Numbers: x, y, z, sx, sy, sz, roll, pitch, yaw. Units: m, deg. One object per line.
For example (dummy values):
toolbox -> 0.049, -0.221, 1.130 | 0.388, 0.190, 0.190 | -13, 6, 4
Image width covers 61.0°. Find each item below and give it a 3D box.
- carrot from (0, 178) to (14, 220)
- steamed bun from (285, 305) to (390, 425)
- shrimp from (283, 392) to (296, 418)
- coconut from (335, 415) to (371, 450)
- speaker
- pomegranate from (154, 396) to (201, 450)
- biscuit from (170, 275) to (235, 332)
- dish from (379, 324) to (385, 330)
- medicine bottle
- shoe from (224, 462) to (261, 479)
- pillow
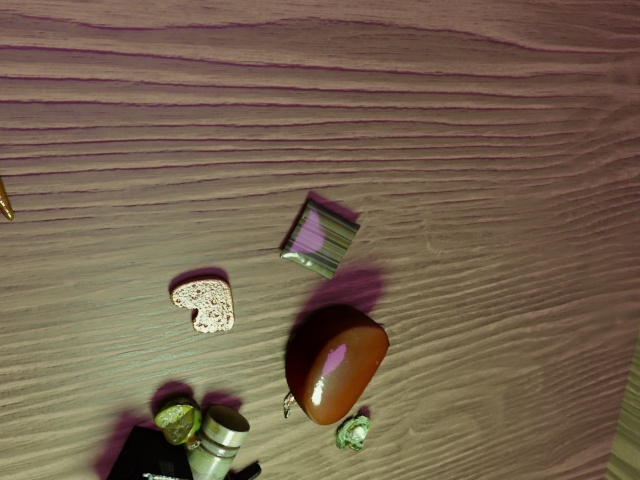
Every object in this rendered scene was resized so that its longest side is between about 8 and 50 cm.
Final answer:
carrot -> -0.820, -0.198, 1.317 | 0.069, 0.069, 0.336 | -17, 120, -18
steamed bun -> 0.033, 0.395, 1.800 | 0.248, 0.235, 0.379 | 34, 90, -30
shrimp -> -0.056, 0.609, 1.947 | 0.147, 0.035, 0.195 | -33, 111, -14
coconut -> 0.124, 0.736, 2.063 | 0.158, 0.055, 0.133 | -27, 118, -12
speaker -> -0.530, 0.750, 1.659 | 0.184, 0.254, 0.232 | 24, 97, -30
pomegranate -> -0.431, 0.572, 1.712 | 0.169, 0.122, 0.143 | 40, 94, 5
biscuit -> -0.361, 0.200, 1.670 | 0.186, 0.036, 0.192 | -11, 112, -18
dish -> 0.190, 0.367, 1.975 | 0.137, 0.039, 0.091 | -47, 119, -2
medicine bottle -> -0.369, 0.718, 1.777 | 0.151, 0.151, 0.323 | 25, 96, -29
shoe -> -0.293, 0.834, 1.902 | 0.179, 0.071, 0.049 | -31, 117, -19
pillow -> 0.000, 0.000, 1.756 | 0.208, 0.052, 0.212 | 27, 93, -27
